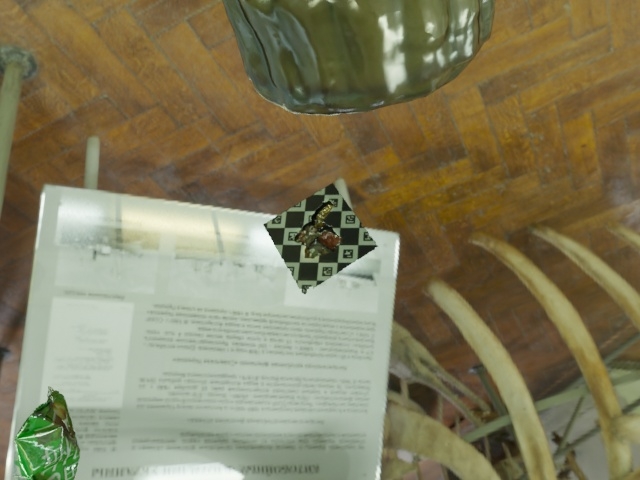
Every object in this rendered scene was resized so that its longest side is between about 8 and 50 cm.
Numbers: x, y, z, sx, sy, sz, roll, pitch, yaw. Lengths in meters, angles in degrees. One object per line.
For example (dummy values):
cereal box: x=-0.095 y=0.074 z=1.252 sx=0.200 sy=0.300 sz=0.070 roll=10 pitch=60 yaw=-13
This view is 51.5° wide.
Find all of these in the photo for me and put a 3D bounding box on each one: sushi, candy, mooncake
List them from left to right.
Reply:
candy: x=-0.427 y=0.337 z=1.031 sx=0.078 sy=0.203 sz=0.141 roll=-4 pitch=179 yaw=7
sushi: x=0.000 y=0.000 z=0.917 sx=0.120 sy=0.126 sz=0.026 roll=-31 pitch=153 yaw=-4
mooncake: x=0.043 y=-0.254 z=0.694 sx=0.290 sy=0.290 sz=0.161 roll=-14 pitch=126 yaw=3
